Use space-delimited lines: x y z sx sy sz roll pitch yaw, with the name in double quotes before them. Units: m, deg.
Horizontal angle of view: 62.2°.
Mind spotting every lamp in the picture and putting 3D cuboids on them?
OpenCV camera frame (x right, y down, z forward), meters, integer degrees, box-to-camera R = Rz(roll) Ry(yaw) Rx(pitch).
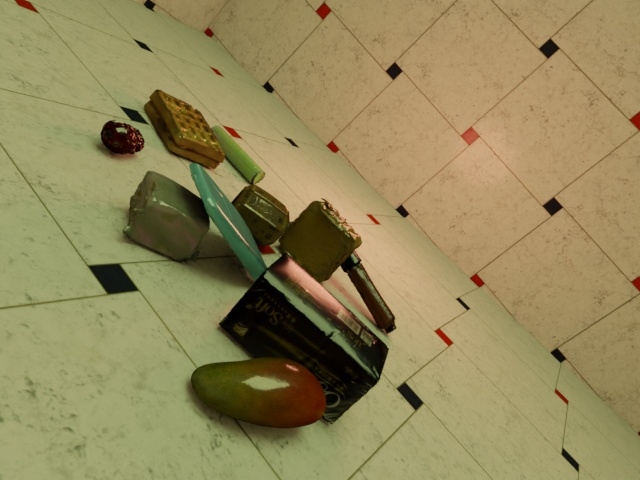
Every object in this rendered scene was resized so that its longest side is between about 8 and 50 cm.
"lamp" -0.201 -0.079 1.711 0.185 0.161 0.161 38 19 -13

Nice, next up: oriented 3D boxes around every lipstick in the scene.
"lipstick" 0.142 0.137 1.867 0.418 0.077 0.077 59 22 7
"lipstick" -0.342 -0.347 2.158 0.304 0.076 0.076 46 19 18

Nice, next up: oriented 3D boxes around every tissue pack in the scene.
"tissue pack" -0.023 0.230 1.281 0.370 0.198 0.210 42 16 3

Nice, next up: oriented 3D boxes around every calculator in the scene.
"calculator" -0.248 -0.046 1.436 0.256 0.054 0.386 59 0 43

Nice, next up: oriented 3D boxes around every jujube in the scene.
"jujube" -0.576 -0.298 1.568 0.104 0.104 0.166 44 11 12

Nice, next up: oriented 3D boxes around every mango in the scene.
"mango" -0.110 0.306 1.067 0.289 0.129 0.146 12 34 -38

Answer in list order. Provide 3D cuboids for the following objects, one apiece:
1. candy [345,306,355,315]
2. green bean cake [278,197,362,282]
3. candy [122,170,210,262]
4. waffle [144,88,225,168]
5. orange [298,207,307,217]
"candy" 0.060 0.251 1.585 0.138 0.071 0.174 34 20 -18
"green bean cake" 0.000 0.000 1.800 0.224 0.229 0.131 47 14 13
"candy" -0.383 -0.058 1.337 0.195 0.137 0.184 31 21 -32
"waffle" -0.502 -0.409 1.964 0.224 0.098 0.327 15 33 -49
"orange" 0.002 -0.047 2.009 0.193 0.161 0.193 35 10 -7
